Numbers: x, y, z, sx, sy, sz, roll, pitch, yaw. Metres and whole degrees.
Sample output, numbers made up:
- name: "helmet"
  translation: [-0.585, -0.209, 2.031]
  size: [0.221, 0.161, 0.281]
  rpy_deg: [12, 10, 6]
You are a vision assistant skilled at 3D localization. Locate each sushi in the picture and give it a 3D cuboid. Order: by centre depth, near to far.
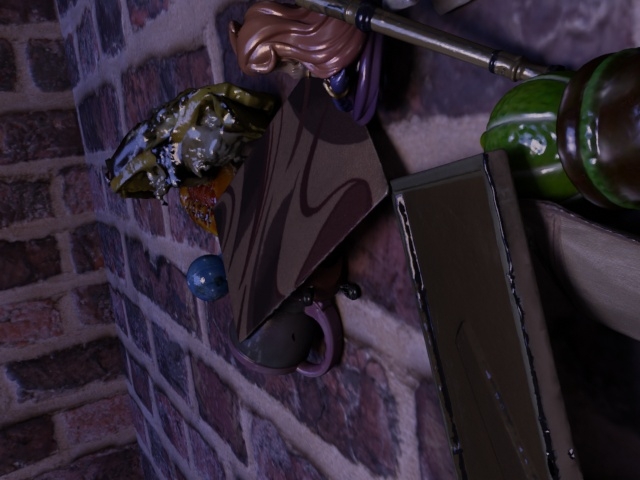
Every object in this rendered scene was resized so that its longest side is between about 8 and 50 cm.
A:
- name: "sushi"
  translation: [-0.174, -0.134, 0.877]
  size: [0.291, 0.139, 0.131]
  rpy_deg: [-28, 77, 35]

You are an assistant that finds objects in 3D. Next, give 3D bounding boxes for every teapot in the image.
- name: "teapot"
  translation: [-0.048, 0.106, 0.813]
  size: [0.148, 0.116, 0.146]
  rpy_deg: [55, 135, 43]

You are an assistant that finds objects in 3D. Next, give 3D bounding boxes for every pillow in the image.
- name: "pillow"
  translation: [0.205, 0.039, 0.335]
  size: [0.131, 0.038, 0.232]
  rpy_deg: [47, 169, -35]

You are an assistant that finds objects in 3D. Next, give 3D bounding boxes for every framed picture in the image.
- name: "framed picture"
  translation: [0.124, 0.106, 0.479]
  size: [0.247, 0.022, 0.335]
  rpy_deg: [-172, 68, -83]

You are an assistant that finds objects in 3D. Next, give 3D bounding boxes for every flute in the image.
- name: "flute"
  translation: [0.071, -0.158, 0.474]
  size: [0.233, 0.027, 0.027]
  rpy_deg: [29, 130, 26]

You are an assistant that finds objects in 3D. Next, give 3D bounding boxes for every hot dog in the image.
- name: "hot dog"
  translation: [-0.174, -0.081, 1.005]
  size: [0.268, 0.075, 0.144]
  rpy_deg: [31, 128, 55]

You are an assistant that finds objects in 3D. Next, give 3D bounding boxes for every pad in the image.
- name: "pad"
  translation: [-0.047, -0.047, 0.734]
  size: [0.330, 0.004, 0.220]
  rpy_deg: [-47, 48, 41]

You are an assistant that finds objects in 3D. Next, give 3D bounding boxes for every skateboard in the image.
- name: "skateboard"
  translation: [0.000, 0.000, 0.743]
  size: [0.080, 0.067, 0.151]
  rpy_deg: [-161, 67, -70]

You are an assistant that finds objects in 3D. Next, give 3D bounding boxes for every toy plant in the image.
- name: "toy plant"
  translation: [0.162, -0.061, 0.368]
  size: [0.162, 0.092, 0.093]
  rpy_deg: [0, 101, 62]

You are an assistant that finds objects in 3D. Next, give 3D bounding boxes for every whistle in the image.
- name: "whistle"
  translation: [-0.187, 0.055, 1.075]
  size: [0.090, 0.090, 0.158]
  rpy_deg: [63, 150, 25]

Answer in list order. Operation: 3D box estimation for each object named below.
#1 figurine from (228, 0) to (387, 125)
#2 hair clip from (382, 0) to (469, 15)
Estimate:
- name: "figurine"
  translation: [-0.003, -0.185, 0.570]
  size: [0.114, 0.157, 0.126]
  rpy_deg: [121, 171, -48]
- name: "hair clip"
  translation: [0.069, -0.291, 0.485]
  size: [0.159, 0.071, 0.219]
  rpy_deg: [15, 110, 62]
